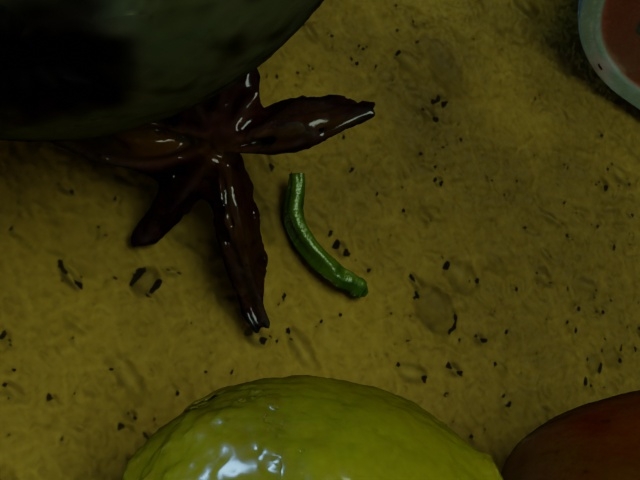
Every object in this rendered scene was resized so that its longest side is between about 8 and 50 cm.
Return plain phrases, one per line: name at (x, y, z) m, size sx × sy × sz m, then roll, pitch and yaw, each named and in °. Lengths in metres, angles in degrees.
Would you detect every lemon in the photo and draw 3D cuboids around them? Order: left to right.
lemon at (0.001, 0.159, 0.582) m, size 0.231 × 0.192 × 0.192 m, roll 23°, pitch 62°, yaw -20°

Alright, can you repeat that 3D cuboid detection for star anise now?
star anise at (-0.053, -0.059, 0.724) m, size 0.158 × 0.144 × 0.140 m, roll 35°, pitch 104°, yaw -5°

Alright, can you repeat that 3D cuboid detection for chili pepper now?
chili pepper at (0.000, 0.000, 0.745) m, size 0.030 × 0.017 × 0.083 m, roll -39°, pitch 95°, yaw -34°

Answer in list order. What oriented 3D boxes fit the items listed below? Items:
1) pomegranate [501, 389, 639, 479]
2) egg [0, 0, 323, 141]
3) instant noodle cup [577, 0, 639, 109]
pomegranate at (0.177, 0.169, 0.682) m, size 0.191 × 0.191 × 0.191 m, roll 10°, pitch 67°, yaw -25°
egg at (-0.137, -0.239, 0.532) m, size 0.345 × 0.428 × 0.345 m, roll -7°, pitch 50°, yaw 9°
instant noodle cup at (0.342, -0.249, 0.891) m, size 0.293 × 0.294 × 0.308 m, roll 29°, pitch 54°, yaw -16°
